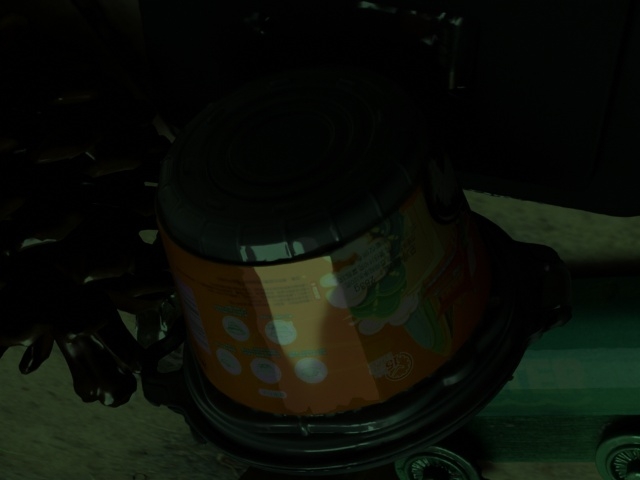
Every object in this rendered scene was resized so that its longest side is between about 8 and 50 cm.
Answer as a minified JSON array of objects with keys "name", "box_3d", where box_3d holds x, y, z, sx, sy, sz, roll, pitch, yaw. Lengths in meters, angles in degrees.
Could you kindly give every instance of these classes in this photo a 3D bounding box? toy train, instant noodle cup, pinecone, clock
[{"name":"toy train","box_3d":[0.127,0.079,1.078,0.248,0.101,0.159,-3,130,28]},{"name":"instant noodle cup","box_3d":[0.000,0.000,0.827,0.208,0.177,0.125,-22,129,-3]},{"name":"pinecone","box_3d":[-0.151,-0.016,0.920,0.212,0.168,0.185,47,-166,8]},{"name":"clock","box_3d":[0.044,-0.104,0.829,0.273,0.049,0.279,10,150,8]}]

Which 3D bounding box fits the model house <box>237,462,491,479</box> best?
[{"name":"model house","box_3d":[0.002,0.232,1.267,0.173,0.268,0.239,32,150,9]}]

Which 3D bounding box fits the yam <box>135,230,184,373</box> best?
[{"name":"yam","box_3d":[-0.022,0.032,1.040,0.183,0.107,0.107,-1,147,23]}]
